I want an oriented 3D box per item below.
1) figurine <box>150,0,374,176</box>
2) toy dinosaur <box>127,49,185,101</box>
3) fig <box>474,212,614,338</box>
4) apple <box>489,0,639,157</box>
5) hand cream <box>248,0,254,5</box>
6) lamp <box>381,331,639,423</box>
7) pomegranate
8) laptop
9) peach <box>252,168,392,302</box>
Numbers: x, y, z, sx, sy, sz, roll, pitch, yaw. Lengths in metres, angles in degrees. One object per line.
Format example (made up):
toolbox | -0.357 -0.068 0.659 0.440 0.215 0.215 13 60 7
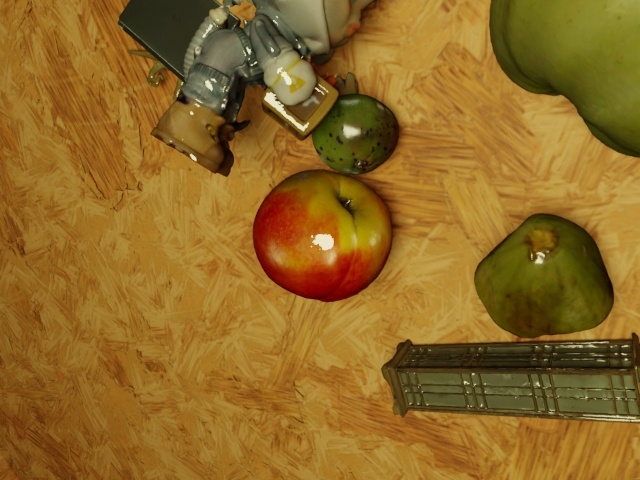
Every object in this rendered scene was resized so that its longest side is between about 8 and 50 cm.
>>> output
figurine | -0.035 -0.246 0.581 0.186 0.261 0.381 31 91 -12
toy dinosaur | -0.236 -0.301 0.829 0.162 0.039 0.126 48 113 9
fig | 0.258 0.038 0.605 0.144 0.154 0.165 -28 135 -2
apple | 0.357 -0.251 0.475 0.360 0.312 0.319 -52 35 31
hand cream | -0.053 -0.467 0.661 0.110 0.067 0.320 15 107 26
lamp | 0.252 0.188 0.696 0.326 0.090 0.089 -9 104 33
pomegranate | 0.042 -0.158 0.685 0.115 0.115 0.142 -26 64 34
laptop | -0.223 -0.337 0.795 0.180 0.016 0.129 42 101 10
peach | 0.000 0.000 0.712 0.190 0.190 0.192 42 141 10
